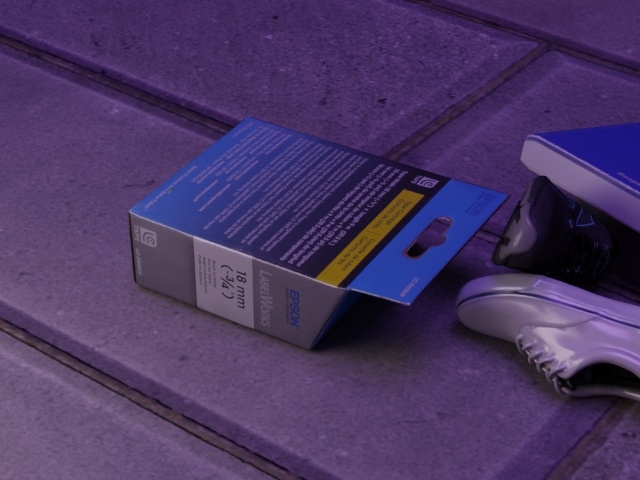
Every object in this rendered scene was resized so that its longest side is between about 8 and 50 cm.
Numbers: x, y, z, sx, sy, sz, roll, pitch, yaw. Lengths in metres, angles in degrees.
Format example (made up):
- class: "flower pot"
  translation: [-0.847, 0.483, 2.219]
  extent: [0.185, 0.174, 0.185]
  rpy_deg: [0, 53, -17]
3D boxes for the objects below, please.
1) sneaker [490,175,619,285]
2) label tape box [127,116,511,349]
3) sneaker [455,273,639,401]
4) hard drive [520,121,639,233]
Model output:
- class: "sneaker"
  translation: [0.252, -0.006, 1.622]
  extent: [0.106, 0.101, 0.267]
  rpy_deg: [29, 13, 13]
- class: "label tape box"
  translation: [0.000, 0.000, 1.667]
  extent: [0.334, 0.106, 0.240]
  rpy_deg: [19, 39, 25]
- class: "sneaker"
  translation: [0.242, 0.100, 1.539]
  extent: [0.258, 0.094, 0.091]
  rpy_deg: [11, 57, 31]
- class: "hard drive"
  translation: [0.408, -0.076, 1.759]
  extent: [0.319, 0.040, 0.210]
  rpy_deg: [-9, 33, -41]
